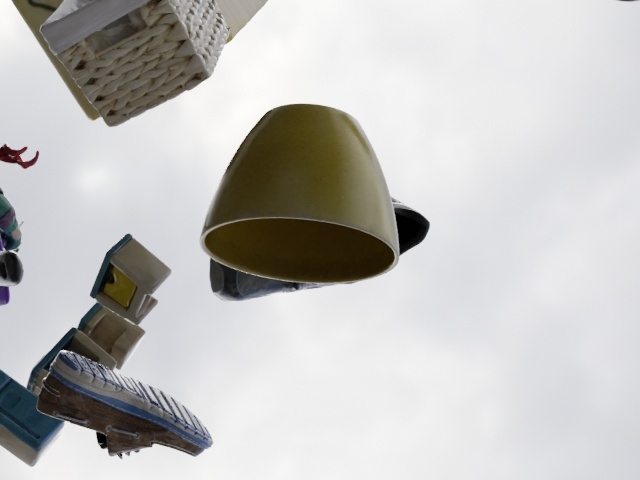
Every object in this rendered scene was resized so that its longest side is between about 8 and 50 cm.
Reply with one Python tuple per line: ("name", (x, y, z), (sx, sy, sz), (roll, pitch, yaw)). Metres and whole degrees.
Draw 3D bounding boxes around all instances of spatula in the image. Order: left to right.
("spatula", (-0.291, 0.024, 1.635), (0.030, 0.084, 0.296), (-10, -176, -14))

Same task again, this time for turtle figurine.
("turtle figurine", (-0.368, -0.066, 1.765), (0.234, 0.175, 0.118), (4, 104, -77))

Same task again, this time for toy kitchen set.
("toy kitchen set", (-0.277, 0.099, 1.934), (0.207, 0.122, 0.166), (-50, 172, -42))

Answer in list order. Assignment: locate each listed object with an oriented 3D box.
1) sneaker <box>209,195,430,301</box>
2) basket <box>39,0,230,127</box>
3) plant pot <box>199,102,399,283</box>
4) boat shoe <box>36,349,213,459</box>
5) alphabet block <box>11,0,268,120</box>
("sneaker", (0.000, 0.000, 1.851), (0.106, 0.101, 0.267), (18, -151, 39))
("basket", (-0.150, -0.176, 1.535), (0.113, 0.103, 0.167), (-25, -163, 13))
("plant pot", (-0.011, -0.036, 1.238), (0.134, 0.134, 0.095), (-16, -118, 45))
("boat shoe", (-0.186, 0.166, 1.720), (0.066, 0.183, 0.066), (-55, -153, 8))
("alphabet block", (-0.197, -0.271, 1.924), (0.192, 0.197, 0.193), (-26, -166, 22))
